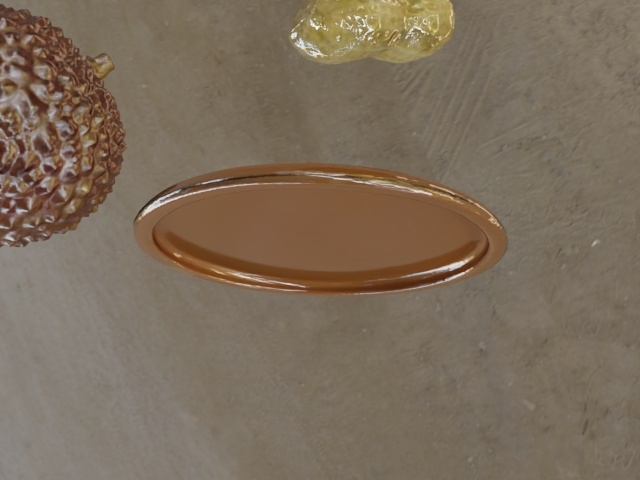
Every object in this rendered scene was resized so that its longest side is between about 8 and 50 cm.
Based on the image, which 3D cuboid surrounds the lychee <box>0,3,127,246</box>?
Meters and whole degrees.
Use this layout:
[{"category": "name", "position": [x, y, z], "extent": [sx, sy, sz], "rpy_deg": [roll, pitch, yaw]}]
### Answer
[{"category": "lychee", "position": [-0.355, -0.119, 0.942], "extent": [0.276, 0.304, 0.275], "rpy_deg": [45, 158, 24]}]

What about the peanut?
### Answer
[{"category": "peanut", "position": [0.053, -0.220, 0.876], "extent": [0.089, 0.193, 0.089], "rpy_deg": [19, 113, 54]}]

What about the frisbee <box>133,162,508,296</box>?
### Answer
[{"category": "frisbee", "position": [0.000, 0.000, 0.584], "extent": [0.251, 0.251, 0.021], "rpy_deg": [-9, 68, 32]}]
